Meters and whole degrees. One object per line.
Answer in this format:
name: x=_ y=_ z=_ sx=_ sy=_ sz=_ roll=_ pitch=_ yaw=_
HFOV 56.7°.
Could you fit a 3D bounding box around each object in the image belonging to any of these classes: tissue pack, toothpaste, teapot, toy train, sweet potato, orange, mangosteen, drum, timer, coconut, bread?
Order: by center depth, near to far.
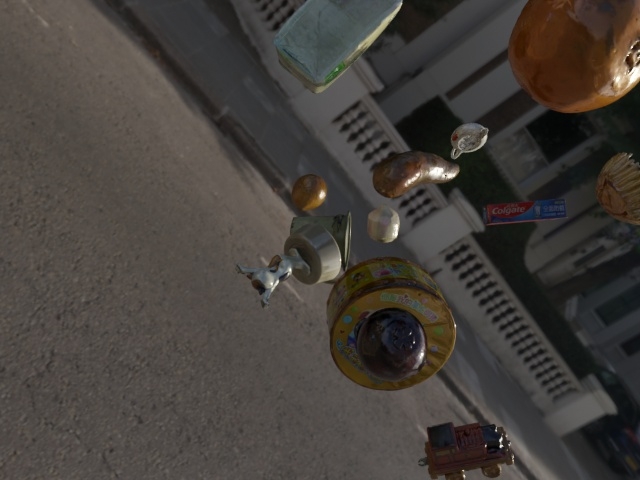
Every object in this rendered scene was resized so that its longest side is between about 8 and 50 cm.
orange: x=-0.026 y=-0.104 z=1.287 sx=0.085 sy=0.085 sz=0.085 roll=49 pitch=16 yaw=-20
orange: x=0.578 y=-0.442 z=1.328 sx=0.312 sy=0.312 sz=0.312 roll=49 pitch=16 yaw=-20
sweet potato: x=0.223 y=-0.165 z=1.381 sx=0.292 sy=0.097 sz=0.097 roll=-18 pitch=71 yaw=-41
mangosteen: x=0.188 y=0.280 z=1.589 sx=0.210 sy=0.210 sz=0.210 roll=49 pitch=16 yaw=-20
timer: x=-0.094 y=0.075 z=1.634 sx=0.266 sy=0.175 sz=0.175 roll=-25 pitch=78 yaw=-39
tissue pack: x=0.039 y=-0.609 z=1.738 sx=0.205 sy=0.332 sz=0.405 roll=43 pitch=6 yaw=-10
bread: x=1.001 y=-0.156 z=1.924 sx=0.274 sy=0.149 sz=0.274 roll=61 pitch=9 yaw=-16
coconut: x=0.206 y=-0.060 z=1.946 sx=0.110 sy=0.110 sz=0.124 roll=-59 pitch=157 yaw=-73
drum: x=0.228 y=0.280 z=1.990 sx=0.431 sy=0.431 sz=0.214 roll=49 pitch=13 yaw=-21
toothpaste: x=0.775 y=-0.109 z=2.252 sx=0.066 sy=0.320 sz=0.076 roll=165 pitch=-80 yaw=-77
toy train: x=0.551 y=0.810 z=2.301 sx=0.163 sy=0.369 sz=0.231 roll=-91 pitch=163 yaw=-54
teapot: x=0.611 y=-0.424 z=2.466 sx=0.145 sy=0.226 sz=0.092 roll=14 pitch=55 yaw=-18

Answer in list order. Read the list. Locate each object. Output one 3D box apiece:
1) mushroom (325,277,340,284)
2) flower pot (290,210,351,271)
mushroom: x=0.030 y=0.126 z=2.200 sx=0.043 sy=0.306 sz=0.068 roll=-61 pitch=152 yaw=-45
flower pot: x=0.000 y=0.000 z=2.038 sx=0.212 sy=0.203 sz=0.212 roll=2 pitch=90 yaw=-86
